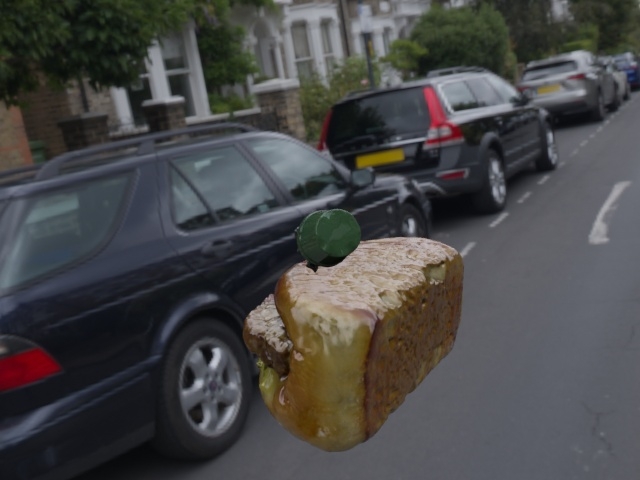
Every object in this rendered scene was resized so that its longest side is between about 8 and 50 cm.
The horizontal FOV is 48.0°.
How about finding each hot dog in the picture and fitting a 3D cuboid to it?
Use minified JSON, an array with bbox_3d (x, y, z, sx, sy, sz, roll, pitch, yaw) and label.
[{"bbox_3d":[0.038,0.115,0.983,0.223,0.185,0.405,8,17,29],"label":"hot dog"}]

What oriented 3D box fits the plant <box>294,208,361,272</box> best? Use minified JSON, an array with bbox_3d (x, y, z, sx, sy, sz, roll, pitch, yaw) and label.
[{"bbox_3d":[0.000,0.000,0.637,0.051,0.051,0.102,-14,-5,-19],"label":"plant"}]
